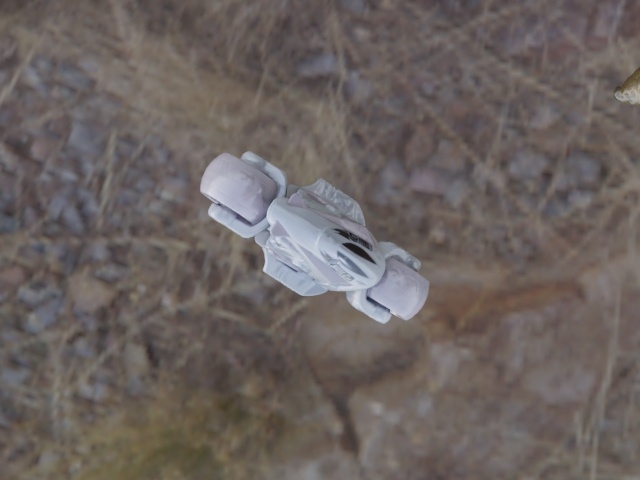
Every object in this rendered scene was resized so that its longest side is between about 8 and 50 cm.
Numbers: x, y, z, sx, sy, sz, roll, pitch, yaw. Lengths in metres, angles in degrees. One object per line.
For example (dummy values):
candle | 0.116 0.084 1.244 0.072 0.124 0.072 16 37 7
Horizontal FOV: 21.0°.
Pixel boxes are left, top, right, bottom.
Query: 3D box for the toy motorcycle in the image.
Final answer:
toy motorcycle | 0.000 0.000 1.634 0.254 0.112 0.112 32 132 -18

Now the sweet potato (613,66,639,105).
sweet potato | 0.431 -0.192 1.564 0.346 0.108 0.079 -22 117 10
